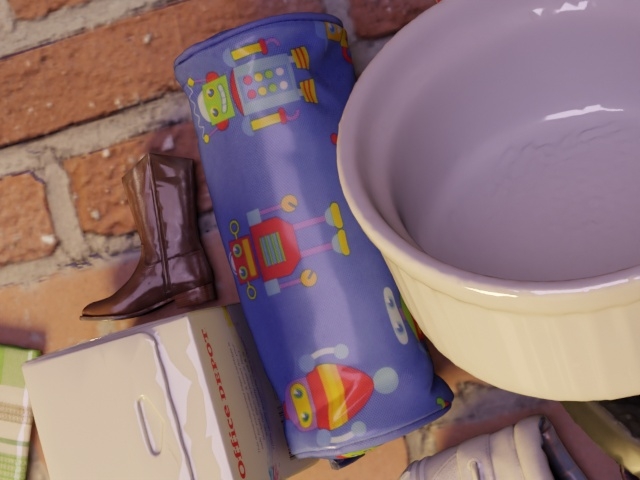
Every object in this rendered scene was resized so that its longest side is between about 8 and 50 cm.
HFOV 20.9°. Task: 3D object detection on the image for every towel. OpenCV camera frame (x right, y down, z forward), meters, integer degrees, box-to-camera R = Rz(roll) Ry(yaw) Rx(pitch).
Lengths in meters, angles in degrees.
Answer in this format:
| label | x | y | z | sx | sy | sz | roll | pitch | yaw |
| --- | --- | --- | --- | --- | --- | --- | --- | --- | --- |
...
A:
| label | x | y | z | sx | sy | sz | roll | pitch | yaw |
| --- | --- | --- | --- | --- | --- | --- | --- | --- | --- |
| towel | -0.269 | 0.148 | 1.310 | 0.113 | 0.023 | 0.152 | 9 | 91 | 14 |

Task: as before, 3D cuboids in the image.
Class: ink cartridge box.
| label | x | y | z | sx | sy | sz | roll | pitch | yaw |
| --- | --- | --- | --- | --- | --- | --- | --- | --- | --- |
| ink cartridge box | -0.098 | 0.119 | 1.175 | 0.127 | 0.176 | 0.128 | -17 | 86 | 16 |

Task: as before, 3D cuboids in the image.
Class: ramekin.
| label | x | y | z | sx | sy | sz | roll | pitch | yaw |
| --- | --- | --- | --- | --- | --- | --- | --- | --- | --- |
| ramekin | 0.158 | -0.035 | 1.060 | 0.277 | 0.135 | 0.277 | -9 | 47 | 10 |

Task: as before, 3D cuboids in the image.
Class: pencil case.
| label | x | y | z | sx | sy | sz | roll | pitch | yaw |
| --- | --- | --- | --- | --- | --- | --- | --- | --- | --- |
| pencil case | 0.000 | 0.000 | 1.175 | 0.119 | 0.133 | 0.306 | -21 | 84 | 36 |

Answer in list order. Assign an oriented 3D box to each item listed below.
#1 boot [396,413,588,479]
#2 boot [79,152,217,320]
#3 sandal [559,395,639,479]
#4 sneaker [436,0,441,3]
| label | x | y | z | sx | sy | sz | roll | pitch | yaw |
| --- | --- | --- | --- | --- | --- | --- | --- | --- | --- |
| boot | 0.154 | 0.246 | 1.144 | 0.123 | 0.095 | 0.258 | -29 | 82 | 22 |
| boot | -0.134 | -0.002 | 1.256 | 0.106 | 0.037 | 0.114 | -12 | 91 | 3 |
| sandal | 0.304 | 0.194 | 1.075 | 0.446 | 0.167 | 0.107 | 35 | 117 | 13 |
| sneaker | 0.127 | -0.153 | 1.175 | 0.118 | 0.042 | 0.067 | 41 | 97 | 20 |
